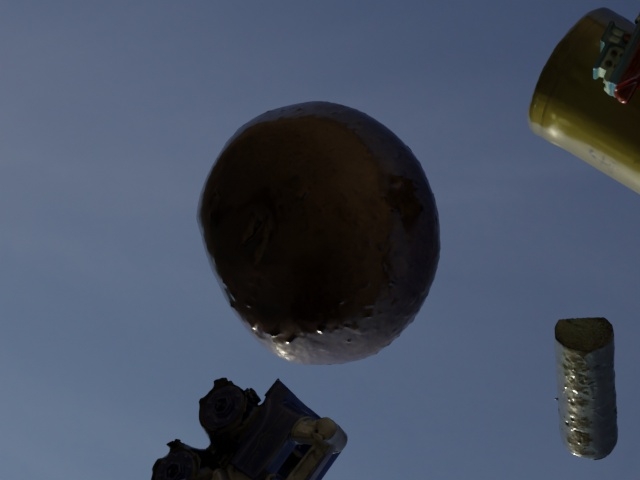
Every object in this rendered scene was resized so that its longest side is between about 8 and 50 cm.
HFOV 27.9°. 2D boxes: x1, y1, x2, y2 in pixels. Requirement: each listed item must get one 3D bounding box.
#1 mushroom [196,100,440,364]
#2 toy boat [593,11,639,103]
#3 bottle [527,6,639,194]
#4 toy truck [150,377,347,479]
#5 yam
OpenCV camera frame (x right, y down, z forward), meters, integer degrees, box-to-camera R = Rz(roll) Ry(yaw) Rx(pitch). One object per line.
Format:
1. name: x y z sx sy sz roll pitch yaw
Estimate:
1. mushroom: 0.006 0.014 1.701 0.334 0.356 0.331 -31 -124 6
2. toy boat: 0.346 -0.232 1.387 0.058 0.069 0.173 29 -92 16
3. bottle: 0.427 -0.116 1.481 0.351 0.171 0.171 34 -77 21
4. toy truck: -0.068 0.277 1.475 0.177 0.161 0.213 24 -106 45
5. yam: 0.286 0.156 1.394 0.068 0.068 0.169 32 -36 43
